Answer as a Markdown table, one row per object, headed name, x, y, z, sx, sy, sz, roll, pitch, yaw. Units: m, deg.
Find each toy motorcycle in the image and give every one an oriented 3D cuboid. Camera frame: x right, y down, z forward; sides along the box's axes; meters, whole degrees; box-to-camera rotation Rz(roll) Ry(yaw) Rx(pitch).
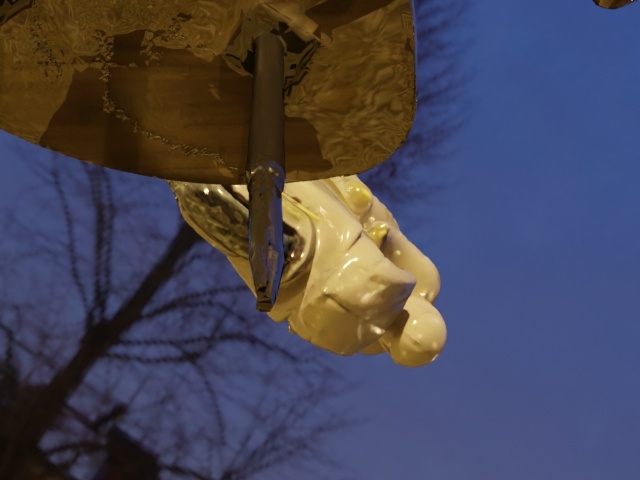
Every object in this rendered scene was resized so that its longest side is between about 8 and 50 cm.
| name | x | y | z | sx | sy | sz | roll | pitch | yaw |
| --- | --- | --- | --- | --- | --- | --- | --- | --- | --- |
| toy motorcycle | 0.000 | 0.000 | 1.041 | 0.223 | 0.108 | 0.341 | 40 | 9 | -4 |

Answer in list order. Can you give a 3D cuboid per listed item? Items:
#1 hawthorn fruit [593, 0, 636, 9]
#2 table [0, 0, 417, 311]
| name | x | y | z | sx | sy | sz | roll | pitch | yaw |
| --- | --- | --- | --- | --- | --- | --- | --- | --- | --- |
| hawthorn fruit | 0.239 | -0.192 | 0.622 | 0.265 | 0.307 | 0.265 | 49 | -15 | 17 |
| table | -0.118 | -0.124 | 0.671 | 0.317 | 0.249 | 0.317 | 5 | -63 | 11 |
